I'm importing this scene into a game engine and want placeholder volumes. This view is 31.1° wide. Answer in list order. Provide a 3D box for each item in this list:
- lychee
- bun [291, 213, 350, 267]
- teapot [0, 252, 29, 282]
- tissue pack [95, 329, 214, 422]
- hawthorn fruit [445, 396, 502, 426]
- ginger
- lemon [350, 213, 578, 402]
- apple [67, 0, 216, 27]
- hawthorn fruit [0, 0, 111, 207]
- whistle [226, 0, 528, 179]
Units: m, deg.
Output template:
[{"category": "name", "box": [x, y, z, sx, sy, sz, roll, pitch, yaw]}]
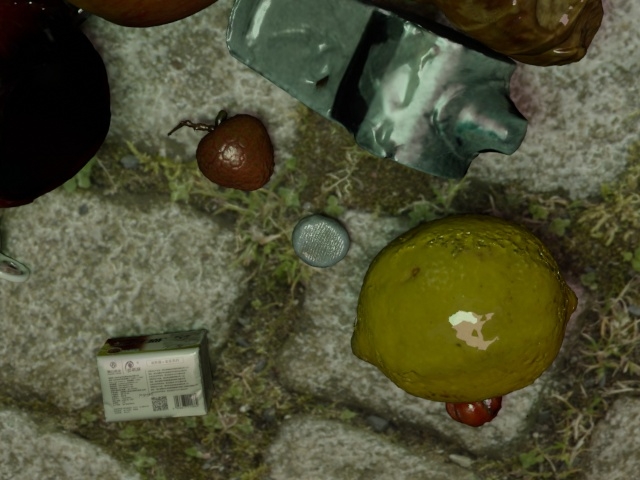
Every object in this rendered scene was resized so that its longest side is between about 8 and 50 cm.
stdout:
[{"category": "lychee", "box": [-0.127, -0.124, 1.560, 0.140, 0.101, 0.114, 36, 114, -15]}, {"category": "bun", "box": [0.000, 0.000, 1.625, 0.083, 0.045, 0.083, 0, 108, -1]}, {"category": "teapot", "box": [-0.520, 0.008, 1.623, 0.226, 0.092, 0.145, 29, 106, -10]}, {"category": "tissue pack", "box": [-0.236, 0.195, 1.662, 0.149, 0.099, 0.106, -5, 105, 3]}, {"category": "hawthorn fruit", "box": [0.219, 0.224, 1.668, 0.093, 0.093, 0.093, 0, 107, 2]}, {"category": "ginger", "box": [0.197, -0.322, 1.375, 0.274, 0.357, 0.152, 33, 101, 18]}, {"category": "lemon", "box": [0.186, 0.094, 1.539, 0.310, 0.258, 0.258, -15, 106, 11]}, {"category": "apple", "box": [-0.222, -0.419, 1.358, 0.340, 0.339, 0.339, 0, 107, 2]}, {"category": "hawthorn fruit", "box": [-0.408, -0.178, 1.451, 0.316, 0.316, 0.316, 0, 107, 2]}, {"category": "whistle", "box": [0.068, -0.218, 1.482, 0.405, 0.188, 0.168, 22, 107, -4]}]
